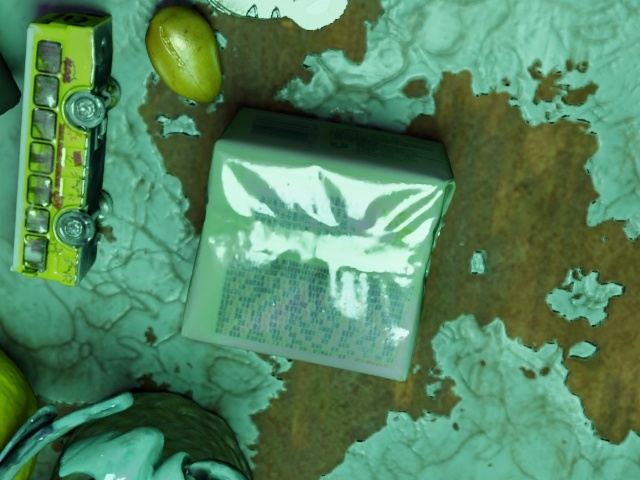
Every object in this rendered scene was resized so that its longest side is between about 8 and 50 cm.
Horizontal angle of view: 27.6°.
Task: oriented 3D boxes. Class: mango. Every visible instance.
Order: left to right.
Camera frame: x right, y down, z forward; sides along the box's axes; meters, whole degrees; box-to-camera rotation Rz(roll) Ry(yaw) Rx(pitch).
[{"bbox_3d":[-0.112,-0.155,1.092,0.060,0.046,0.089,-26,111,11],"label":"mango"}]

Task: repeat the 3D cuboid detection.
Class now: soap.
[{"bbox_3d":[0.000,0.000,1.093,0.199,0.138,0.182,10,109,-1],"label":"soap"}]

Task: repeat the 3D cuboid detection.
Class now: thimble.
[{"bbox_3d":[-0.154,0.264,1.194,0.195,0.148,0.229,-14,110,4],"label":"thimble"}]

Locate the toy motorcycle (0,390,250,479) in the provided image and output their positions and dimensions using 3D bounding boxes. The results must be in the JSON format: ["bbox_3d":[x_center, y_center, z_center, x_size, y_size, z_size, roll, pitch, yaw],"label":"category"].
[{"bbox_3d":[-0.187,0.249,1.045,0.206,0.154,0.260,37,98,12],"label":"toy motorcycle"}]

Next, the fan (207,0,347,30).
[{"bbox_3d":[-0.086,-0.255,1.075,0.226,0.008,0.153,5,111,0],"label":"fan"}]

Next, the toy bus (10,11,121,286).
[{"bbox_3d":[-0.215,-0.077,1.106,0.074,0.081,0.226,8,110,1],"label":"toy bus"}]

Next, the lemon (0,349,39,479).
[{"bbox_3d":[-0.345,0.180,1.151,0.186,0.187,0.244,25,116,-6],"label":"lemon"}]

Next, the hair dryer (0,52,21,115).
[{"bbox_3d":[-0.393,-0.153,1.067,0.251,0.089,0.197,-22,109,13],"label":"hair dryer"}]
